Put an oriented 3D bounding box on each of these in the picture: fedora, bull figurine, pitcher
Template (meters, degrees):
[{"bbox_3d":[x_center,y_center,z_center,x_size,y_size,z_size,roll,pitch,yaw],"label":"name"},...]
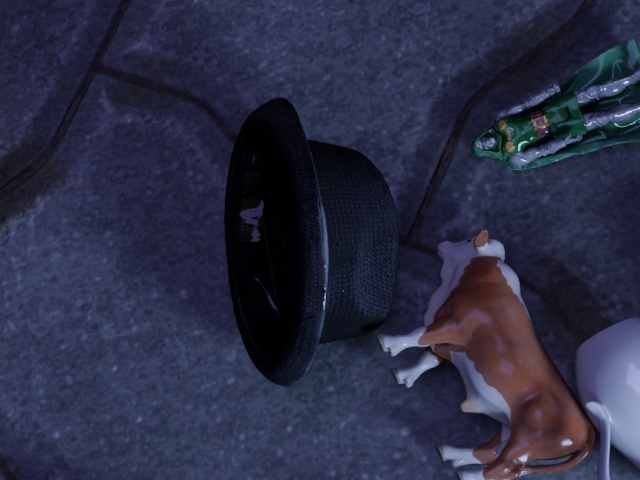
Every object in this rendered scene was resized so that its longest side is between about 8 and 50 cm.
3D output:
[{"bbox_3d":[0.000,0.000,1.918,0.153,0.334,0.334,-2,66,-22],"label":"fedora"},{"bbox_3d":[0.183,0.136,1.880,0.188,0.101,0.310,-29,68,-5],"label":"bull figurine"},{"bbox_3d":[0.345,0.197,1.799,0.178,0.125,0.207,-12,66,-35],"label":"pitcher"}]

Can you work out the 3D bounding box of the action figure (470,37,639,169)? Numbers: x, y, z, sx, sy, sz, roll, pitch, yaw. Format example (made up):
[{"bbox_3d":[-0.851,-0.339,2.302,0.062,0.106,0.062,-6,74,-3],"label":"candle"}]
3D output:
[{"bbox_3d":[0.292,-0.147,1.993,0.232,0.063,0.137,-21,70,7],"label":"action figure"}]
